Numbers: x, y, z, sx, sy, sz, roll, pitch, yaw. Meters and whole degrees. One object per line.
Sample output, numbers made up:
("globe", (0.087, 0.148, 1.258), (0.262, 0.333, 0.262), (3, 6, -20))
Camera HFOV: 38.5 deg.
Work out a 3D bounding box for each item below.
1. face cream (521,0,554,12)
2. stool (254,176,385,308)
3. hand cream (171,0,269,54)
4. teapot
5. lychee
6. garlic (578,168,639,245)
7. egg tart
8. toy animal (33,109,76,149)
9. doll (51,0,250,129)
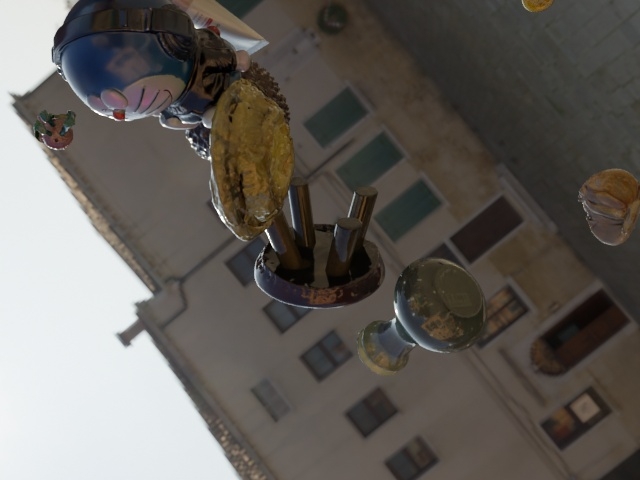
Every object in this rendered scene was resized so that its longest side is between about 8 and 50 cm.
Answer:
("face cream", (0.492, -0.648, 2.179), (0.078, 0.078, 0.273), (46, -153, -39))
("stool", (0.000, 0.000, 1.863), (0.272, 0.272, 0.178), (-122, 28, -57))
("hand cream", (-0.253, -0.527, 2.221), (0.248, 0.083, 0.133), (31, 161, -22))
("teapot", (0.177, 0.150, 1.669), (0.183, 0.251, 0.183), (18, -130, -23))
("lychee", (-0.198, -0.305, 2.135), (0.267, 0.267, 0.267), (50, -175, -6))
("garlic", (0.437, -0.051, 1.373), (0.094, 0.113, 0.074), (18, -174, 37))
("egg tart", (-0.102, -0.135, 1.516), (0.279, 0.095, 0.279), (2, -90, -73))
("toy animal", (-0.595, -0.259, 2.070), (0.100, 0.103, 0.208), (45, 171, -13))
("doll", (-0.295, -0.307, 1.560), (0.310, 0.284, 0.240), (7, -105, -42))
